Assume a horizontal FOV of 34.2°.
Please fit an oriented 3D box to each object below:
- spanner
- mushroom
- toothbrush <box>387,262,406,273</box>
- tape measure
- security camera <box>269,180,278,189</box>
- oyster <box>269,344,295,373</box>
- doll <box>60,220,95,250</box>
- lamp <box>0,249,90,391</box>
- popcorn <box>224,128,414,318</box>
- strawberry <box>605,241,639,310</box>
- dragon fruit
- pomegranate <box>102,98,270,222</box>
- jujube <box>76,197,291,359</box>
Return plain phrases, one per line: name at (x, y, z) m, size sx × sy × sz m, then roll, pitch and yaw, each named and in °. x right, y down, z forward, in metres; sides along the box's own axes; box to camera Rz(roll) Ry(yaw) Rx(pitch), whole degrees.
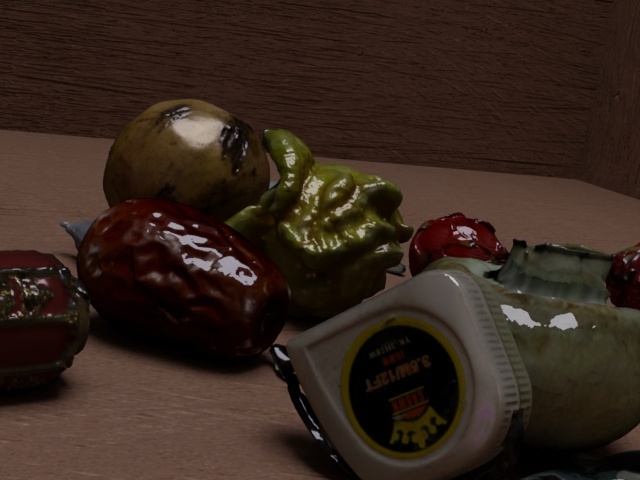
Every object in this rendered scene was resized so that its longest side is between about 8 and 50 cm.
spanner at (0.353, 0.281, 1.225) m, size 0.325 × 0.040 × 0.095 m, roll 3°, pitch 13°, yaw -32°
mushroom at (0.266, 0.125, 1.321) m, size 0.352 × 0.260 × 0.352 m, roll 12°, pitch 5°, yaw -1°
toothbrush at (0.055, 0.026, 2.202) m, size 0.294 × 0.026 × 0.028 m, roll 16°, pitch -4°, yaw 30°
tape measure at (0.095, 0.178, 1.159) m, size 0.271 × 0.231 × 0.133 m, roll -26°, pitch -17°, yaw 26°
security camera at (-0.140, -0.067, 2.135) m, size 0.191 × 0.197 × 0.277 m, roll 9°, pitch 15°, yaw -45°
oyster at (-0.040, 0.172, 1.463) m, size 0.051 × 0.034 × 0.093 m, roll -10°, pitch 28°, yaw -10°
doll at (-0.374, 0.014, 1.852) m, size 0.227 × 0.075 × 0.102 m, roll 26°, pitch 1°, yaw 22°
lamp at (-0.412, 0.098, 1.229) m, size 0.274 × 0.177 × 0.177 m, roll -1°, pitch 16°, yaw -38°
popcorn at (-0.014, -0.032, 1.740) m, size 0.290 × 0.326 × 0.321 m, roll -2°, pitch 9°, yaw 44°
strawberry at (0.672, 0.099, 1.943) m, size 0.261 × 0.258 × 0.261 m, roll -20°, pitch 9°, yaw 3°
dragon fruit at (0.258, 0.030, 1.997) m, size 0.172 × 0.172 × 0.209 m, roll -3°, pitch 3°, yaw -43°
pomegranate at (-0.245, -0.107, 1.902) m, size 0.322 × 0.322 × 0.322 m, roll 8°, pitch 12°, yaw -2°
jujube at (-0.201, 0.057, 1.508) m, size 0.318 × 0.223 × 0.223 m, roll 23°, pitch 17°, yaw 25°
